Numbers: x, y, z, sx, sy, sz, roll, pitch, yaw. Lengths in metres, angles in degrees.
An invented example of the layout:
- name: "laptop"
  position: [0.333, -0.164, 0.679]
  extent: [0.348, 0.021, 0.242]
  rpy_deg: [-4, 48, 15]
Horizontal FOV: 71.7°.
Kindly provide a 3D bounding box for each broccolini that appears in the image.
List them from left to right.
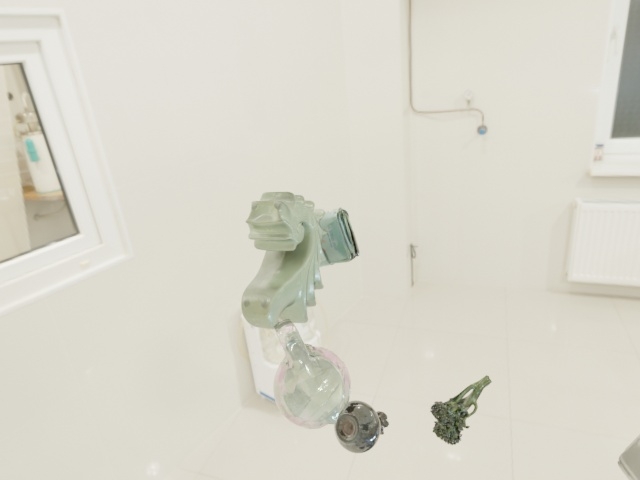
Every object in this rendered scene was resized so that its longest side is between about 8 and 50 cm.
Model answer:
- name: "broccolini"
  position: [0.293, 0.316, 0.873]
  extent: [0.201, 0.074, 0.058]
  rpy_deg: [-24, 13, -33]

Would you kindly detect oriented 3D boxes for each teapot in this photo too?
- name: "teapot"
  position: [-0.015, 0.266, 0.898]
  extent: [0.163, 0.222, 0.178]
  rpy_deg: [0, -16, -4]

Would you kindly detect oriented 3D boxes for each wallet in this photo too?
- name: "wallet"
  position: [0.000, 0.000, 1.474]
  extent: [0.250, 0.176, 0.075]
  rpy_deg: [-13, 9, 40]

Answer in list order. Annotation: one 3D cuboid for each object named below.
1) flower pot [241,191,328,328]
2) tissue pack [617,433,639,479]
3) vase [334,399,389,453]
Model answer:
- name: "flower pot"
  position: [-0.097, 0.058, 1.234]
  extent: [0.164, 0.368, 0.254]
  rpy_deg: [-1, -10, 27]
- name: "tissue pack"
  position: [0.489, 0.292, 0.461]
  extent: [0.246, 0.159, 0.136]
  rpy_deg: [36, 10, 7]
- name: "vase"
  position: [0.114, 0.466, 1.117]
  extent: [0.120, 0.120, 0.182]
  rpy_deg: [13, -8, 38]
